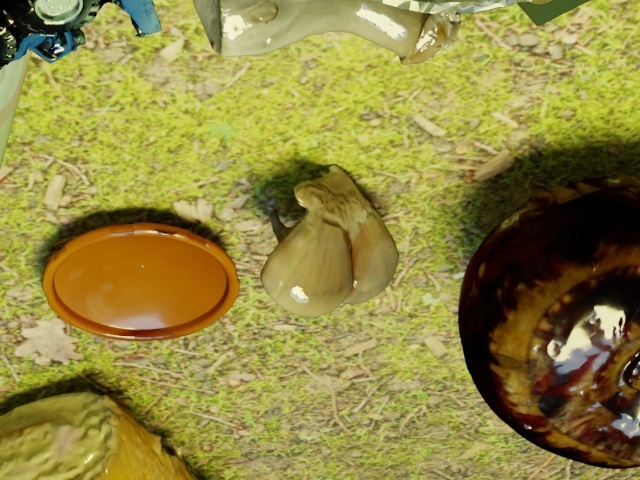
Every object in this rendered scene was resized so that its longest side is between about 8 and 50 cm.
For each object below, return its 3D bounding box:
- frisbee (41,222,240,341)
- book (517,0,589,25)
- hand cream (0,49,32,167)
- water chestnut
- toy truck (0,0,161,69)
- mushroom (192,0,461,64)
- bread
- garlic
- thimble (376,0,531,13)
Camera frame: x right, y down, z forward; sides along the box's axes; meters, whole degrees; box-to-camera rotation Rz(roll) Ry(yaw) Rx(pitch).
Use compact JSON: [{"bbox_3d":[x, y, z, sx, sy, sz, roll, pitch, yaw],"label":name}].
[{"bbox_3d":[-0.174,0.035,1.919,0.192,0.035,0.192,-3,143,-2],"label":"frisbee"},{"bbox_3d":[0.234,-0.283,1.542,0.264,0.027,0.202,-24,139,24],"label":"book"},{"bbox_3d":[-0.316,-0.110,1.677,0.147,0.093,0.306,5,131,-13],"label":"hand cream"},{"bbox_3d":[0.259,0.064,1.858,0.300,0.300,0.300,-3,144,-2],"label":"water chestnut"},{"bbox_3d":[-0.202,-0.202,1.518,0.208,0.113,0.126,-27,142,19],"label":"toy truck"},{"bbox_3d":[0.008,-0.191,1.593,0.223,0.092,0.081,2,146,-24],"label":"mushroom"},{"bbox_3d":[-0.228,0.309,2.177,0.237,0.165,0.375,-22,139,18],"label":"bread"},{"bbox_3d":[0.000,0.012,1.824,0.099,0.124,0.174,-38,177,40],"label":"garlic"},{"bbox_3d":[0.093,-0.299,1.379,0.271,0.150,0.271,0,138,0],"label":"thimble"}]
